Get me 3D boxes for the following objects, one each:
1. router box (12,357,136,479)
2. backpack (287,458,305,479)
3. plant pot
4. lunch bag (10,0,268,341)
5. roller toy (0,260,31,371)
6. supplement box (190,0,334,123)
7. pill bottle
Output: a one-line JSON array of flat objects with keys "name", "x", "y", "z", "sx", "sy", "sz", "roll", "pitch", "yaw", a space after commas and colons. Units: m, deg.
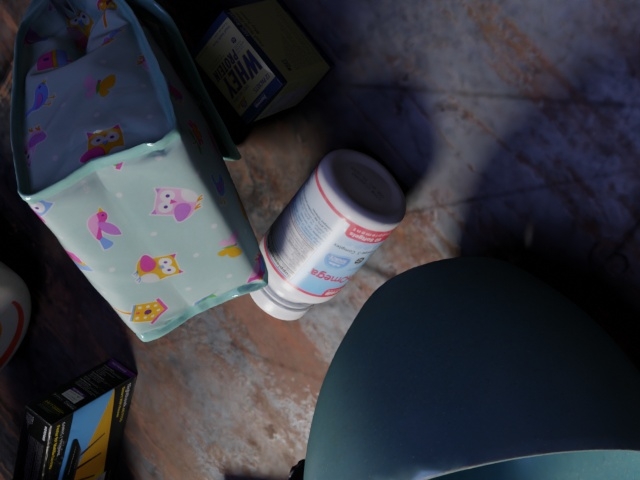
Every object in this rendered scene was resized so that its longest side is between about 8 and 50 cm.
[{"name": "router box", "x": -0.283, "y": 0.234, "z": 1.247, "sx": 0.046, "sy": 0.133, "sz": 0.179, "roll": 32, "pitch": 124, "yaw": 22}, {"name": "backpack", "x": 0.022, "y": 0.266, "z": 1.068, "sx": 0.084, "sy": 0.105, "sz": 0.114, "roll": -38, "pitch": 96, "yaw": 28}, {"name": "plant pot", "x": 0.117, "y": 0.129, "z": 0.868, "sx": 0.290, "sy": 0.290, "sz": 0.195, "roll": -39, "pitch": 50, "yaw": 39}, {"name": "lunch bag", "x": -0.164, "y": -0.084, "z": 0.955, "sx": 0.223, "sy": 0.160, "sz": 0.262, "roll": 64, "pitch": -177, "yaw": -48}, {"name": "roller toy", "x": -0.446, "y": 0.083, "z": 1.261, "sx": 0.146, "sy": 0.191, "sz": 0.209, "roll": 34, "pitch": 125, "yaw": 20}, {"name": "supplement box", "x": -0.050, "y": -0.158, "z": 0.957, "sx": 0.083, "sy": 0.083, "sz": 0.056, "roll": 51, "pitch": 128, "yaw": 6}, {"name": "pill bottle", "x": 0.000, "y": 0.000, "z": 0.985, "sx": 0.087, "sy": 0.087, "sz": 0.160, "roll": 47, "pitch": 128, "yaw": 10}]
